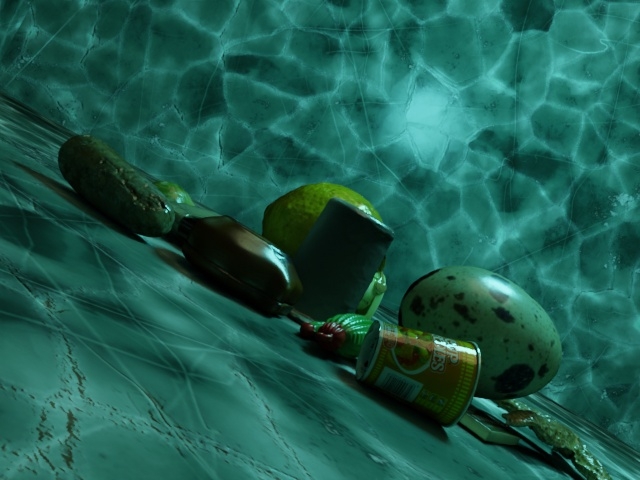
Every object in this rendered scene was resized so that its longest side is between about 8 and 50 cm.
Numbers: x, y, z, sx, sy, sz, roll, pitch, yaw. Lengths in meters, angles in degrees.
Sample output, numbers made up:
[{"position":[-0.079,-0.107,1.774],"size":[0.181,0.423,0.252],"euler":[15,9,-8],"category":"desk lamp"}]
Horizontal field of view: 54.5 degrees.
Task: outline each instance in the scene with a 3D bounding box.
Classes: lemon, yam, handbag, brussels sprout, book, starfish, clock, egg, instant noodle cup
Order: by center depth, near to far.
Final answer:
[{"position":[0.167,0.229,1.122],"size":[0.184,0.169,0.168],"euler":[22,2,-5],"category":"instant noodle cup"},{"position":[-0.435,-0.111,1.348],"size":[0.330,0.133,0.133],"euler":[33,3,30],"category":"yam"},{"position":[0.287,0.354,1.349],"size":[0.264,0.027,0.202],"euler":[30,0,39],"category":"book"},{"position":[0.531,0.451,1.412],"size":[0.324,0.082,0.432],"euler":[39,3,1],"category":"starfish"},{"position":[0.362,0.215,1.424],"size":[0.379,0.288,0.287],"euler":[27,0,13],"category":"egg"},{"position":[-0.257,-0.001,1.564],"size":[0.315,0.109,0.253],"euler":[30,6,24],"category":"handbag"},{"position":[-0.415,-0.100,1.700],"size":[0.155,0.118,0.155],"euler":[20,4,-1],"category":"brussels sprout"},{"position":[0.000,0.000,1.756],"size":[0.387,0.350,0.349],"euler":[36,4,24],"category":"lemon"},{"position":[0.129,0.137,1.881],"size":[0.069,0.232,0.170],"euler":[29,0,-25],"category":"clock"}]

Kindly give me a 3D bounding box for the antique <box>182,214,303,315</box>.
[{"position":[-0.162,0.044,1.305],"size":[0.278,0.129,0.223],"euler":[32,0,23],"category":"antique"}]

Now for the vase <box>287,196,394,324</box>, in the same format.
[{"position":[0.038,0.064,1.468],"size":[0.245,0.291,0.245],"euler":[31,0,0],"category":"vase"}]

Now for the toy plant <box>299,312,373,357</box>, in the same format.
[{"position":[0.041,0.188,1.239],"size":[0.240,0.088,0.154],"euler":[12,-3,-42],"category":"toy plant"}]
